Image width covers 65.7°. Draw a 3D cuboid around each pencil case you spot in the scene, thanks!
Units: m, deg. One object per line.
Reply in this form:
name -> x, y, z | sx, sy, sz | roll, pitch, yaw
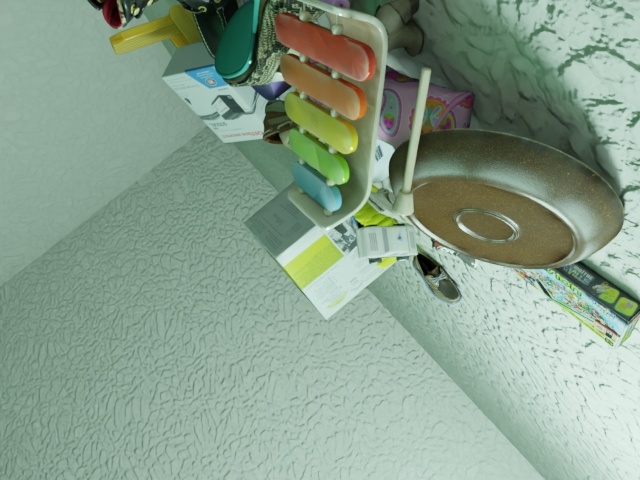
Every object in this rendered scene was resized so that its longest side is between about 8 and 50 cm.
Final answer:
pencil case -> 0.093, -0.206, 0.754 | 0.284, 0.124, 0.124 | 33, 166, 30

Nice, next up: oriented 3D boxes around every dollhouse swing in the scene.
dollhouse swing -> -0.475, -0.611, 1.667 | 0.315, 0.305, 0.347 | 53, 172, -23

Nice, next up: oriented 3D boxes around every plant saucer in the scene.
plant saucer -> 0.231, -0.036, 0.676 | 0.310, 0.050, 0.310 | 24, 162, 8

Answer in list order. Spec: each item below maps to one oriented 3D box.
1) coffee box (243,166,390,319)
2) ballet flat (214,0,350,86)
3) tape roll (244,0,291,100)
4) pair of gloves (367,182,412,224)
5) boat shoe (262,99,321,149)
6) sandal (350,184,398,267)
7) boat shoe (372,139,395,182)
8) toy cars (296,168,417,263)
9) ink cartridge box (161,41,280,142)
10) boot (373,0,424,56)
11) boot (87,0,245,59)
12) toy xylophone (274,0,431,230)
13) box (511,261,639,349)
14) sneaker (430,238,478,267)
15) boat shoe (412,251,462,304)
coffee box -> 0.000, 0.000, 1.738 | 0.334, 0.338, 0.337 | 54, 173, -34
ballet flat -> -0.060, -0.359, 0.847 | 0.182, 0.164, 0.483 | 10, 176, -20
tape roll -> -0.170, -0.488, 1.238 | 0.275, 0.090, 0.275 | 50, 173, 8
pair of gloves -> 0.133, -0.129, 1.176 | 0.204, 0.042, 0.240 | 16, -149, -52
boat shoe -> -0.037, -0.267, 1.196 | 0.123, 0.116, 0.324 | 18, -179, -36
sandal -> 0.151, -0.054, 1.448 | 0.138, 0.126, 0.317 | 47, 166, 52
boat shoe -> 0.083, -0.224, 0.998 | 0.102, 0.108, 0.301 | 46, 179, 24
toy cars -> 0.113, -0.063, 1.243 | 0.393, 0.176, 0.087 | 40, 152, -19
ink cartridge box -> -0.287, -0.447, 1.515 | 0.223, 0.129, 0.307 | 2, 152, 33
boot -> 0.096, -0.272, 0.669 | 0.042, 0.087, 0.118 | 46, 172, 26
boot -> -0.292, -0.479, 0.945 | 0.138, 0.284, 0.377 | 23, 144, 25
toy xylophone -> 0.030, -0.160, 0.654 | 0.236, 0.081, 0.323 | 36, 138, 47
box -> 0.398, 0.072, 0.792 | 0.207, 0.036, 0.114 | 45, 172, 37
sneaker -> 0.280, 0.008, 1.099 | 0.158, 0.065, 0.061 | 49, 173, 12
boat shoe -> 0.318, 0.104, 1.380 | 0.183, 0.066, 0.066 | 46, 171, 32
